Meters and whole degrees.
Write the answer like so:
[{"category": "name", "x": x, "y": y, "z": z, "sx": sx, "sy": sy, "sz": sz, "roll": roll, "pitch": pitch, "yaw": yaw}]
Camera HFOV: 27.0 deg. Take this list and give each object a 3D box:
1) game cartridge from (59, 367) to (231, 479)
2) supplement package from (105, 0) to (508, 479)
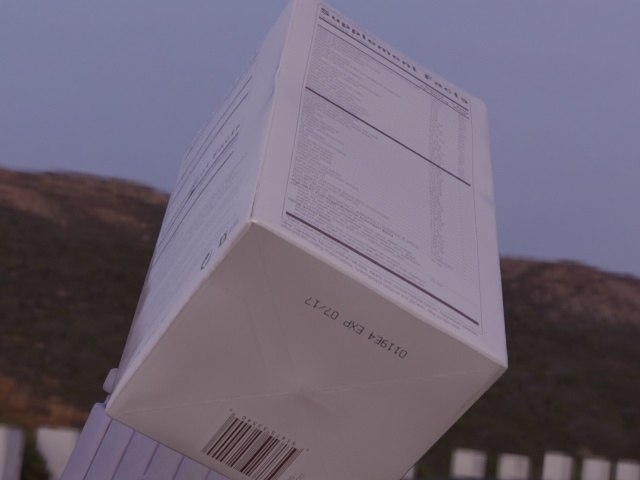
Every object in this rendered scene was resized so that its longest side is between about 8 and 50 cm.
[{"category": "game cartridge", "x": -0.189, "y": 0.323, "z": 1.248, "sx": 0.230, "sy": 0.355, "sz": 0.068, "roll": 24, "pitch": -1, "yaw": 39}, {"category": "supplement package", "x": 0.000, "y": 0.000, "z": 0.687, "sx": 0.139, "sy": 0.244, "sz": 0.134, "roll": 31, "pitch": -59, "yaw": -14}]
